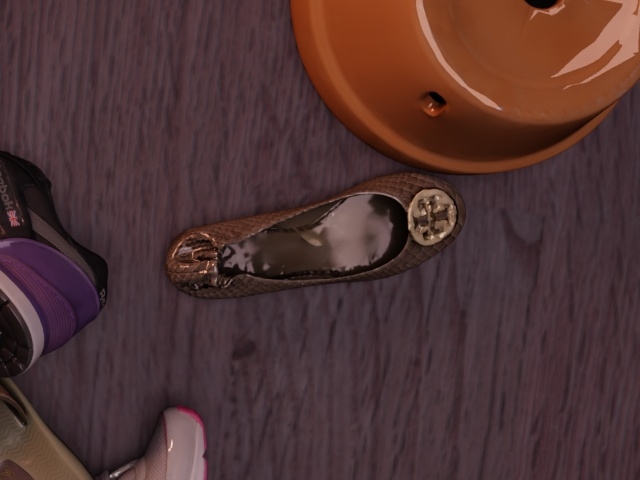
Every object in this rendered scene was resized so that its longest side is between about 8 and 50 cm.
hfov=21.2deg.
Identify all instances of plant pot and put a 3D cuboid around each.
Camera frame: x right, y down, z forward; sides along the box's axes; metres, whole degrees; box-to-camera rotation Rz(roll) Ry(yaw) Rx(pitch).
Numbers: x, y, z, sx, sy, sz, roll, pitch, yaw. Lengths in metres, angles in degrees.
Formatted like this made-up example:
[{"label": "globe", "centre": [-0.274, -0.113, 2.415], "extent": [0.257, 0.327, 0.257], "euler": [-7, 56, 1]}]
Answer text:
[{"label": "plant pot", "centre": [0.136, -0.190, 1.296], "extent": [0.291, 0.203, 0.291], "euler": [-1, 95, -11]}]

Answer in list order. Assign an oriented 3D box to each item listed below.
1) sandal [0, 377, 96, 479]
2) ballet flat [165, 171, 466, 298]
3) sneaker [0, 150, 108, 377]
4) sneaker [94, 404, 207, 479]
[{"label": "sandal", "centre": [-0.277, 0.131, 1.266], "extent": [0.303, 0.086, 0.120], "euler": [39, 86, 11]}, {"label": "ballet flat", "centre": [0.000, 0.000, 1.357], "extent": [0.250, 0.058, 0.084], "euler": [-10, 98, -11]}, {"label": "sneaker", "centre": [-0.277, -0.034, 1.291], "extent": [0.283, 0.107, 0.124], "euler": [51, 45, 2]}, {"label": "sneaker", "centre": [-0.173, 0.235, 1.319], "extent": [0.111, 0.103, 0.252], "euler": [29, 88, -15]}]
